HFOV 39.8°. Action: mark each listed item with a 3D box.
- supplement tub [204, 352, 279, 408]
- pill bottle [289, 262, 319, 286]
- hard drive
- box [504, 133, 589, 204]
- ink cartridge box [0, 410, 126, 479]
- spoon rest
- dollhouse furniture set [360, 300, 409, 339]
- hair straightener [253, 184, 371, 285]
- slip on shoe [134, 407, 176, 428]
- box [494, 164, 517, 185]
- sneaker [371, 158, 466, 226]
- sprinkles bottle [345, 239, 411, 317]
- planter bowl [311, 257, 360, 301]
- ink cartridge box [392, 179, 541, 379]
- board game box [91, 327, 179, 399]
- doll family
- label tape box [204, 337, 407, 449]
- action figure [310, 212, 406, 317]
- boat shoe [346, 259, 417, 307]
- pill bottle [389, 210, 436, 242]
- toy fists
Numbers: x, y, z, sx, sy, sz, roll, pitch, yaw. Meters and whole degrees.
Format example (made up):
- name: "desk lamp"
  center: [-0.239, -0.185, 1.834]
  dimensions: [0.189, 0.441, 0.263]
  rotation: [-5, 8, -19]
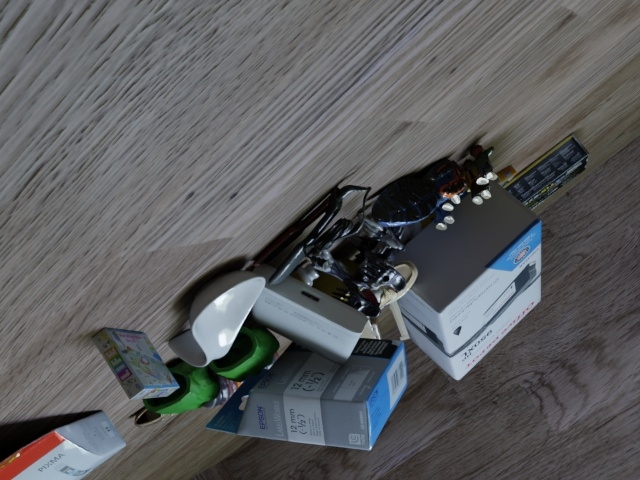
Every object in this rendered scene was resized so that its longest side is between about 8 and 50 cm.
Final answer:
- name: "supplement tub"
  center: [-0.185, 0.302, 1.958]
  dimensions: [0.198, 0.106, 0.106]
  rotation: [-24, 163, -45]
- name: "pill bottle"
  center: [-0.044, 0.079, 1.644]
  dimensions: [0.083, 0.043, 0.043]
  rotation: [-37, 168, 6]
- name: "hard drive"
  center: [-0.028, 0.137, 1.559]
  dimensions: [0.040, 0.203, 0.307]
  rotation: [-62, 175, -17]
- name: "box"
  center: [0.578, -0.144, 2.414]
  dimensions: [0.322, 0.079, 0.257]
  rotation: [-38, 166, 10]
- name: "ink cartridge box"
  center: [-0.521, 0.428, 1.478]
  dimensions: [0.308, 0.091, 0.385]
  rotation: [-36, 176, 1]
- name: "spoon rest"
  center: [-0.168, 0.132, 1.416]
  dimensions: [0.137, 0.084, 0.276]
  rotation: [-27, 166, -35]
- name: "dollhouse furniture set"
  center: [0.203, 0.103, 2.367]
  dimensions: [0.286, 0.198, 0.303]
  rotation: [-17, -156, 13]
- name: "hair straightener"
  center: [0.000, 0.000, 1.358]
  dimensions: [0.230, 0.089, 0.047]
  rotation: [-40, 165, 21]
- name: "slip on shoe"
  center: [-0.340, 0.359, 1.897]
  dimensions: [0.135, 0.051, 0.041]
  rotation: [-28, 170, 0]
- name: "box"
  center: [0.419, -0.127, 2.160]
  dimensions: [0.081, 0.028, 0.136]
  rotation: [-31, 165, -23]
- name: "sneaker"
  center: [0.171, -0.071, 1.585]
  dimensions: [0.221, 0.083, 0.087]
  rotation: [-23, 168, -38]
- name: "sprinkles bottle"
  center: [0.122, 0.091, 1.963]
  dimensions: [0.355, 0.121, 0.121]
  rotation: [-33, 168, -9]
- name: "planter bowl"
  center: [0.025, 0.098, 1.791]
  dimensions: [0.217, 0.090, 0.217]
  rotation: [-35, 167, -10]
- name: "ink cartridge box"
  center: [0.318, 0.093, 1.882]
  dimensions: [0.285, 0.166, 0.395]
  rotation: [-42, 151, -9]
- name: "board game box"
  center: [-0.265, 0.179, 1.282]
  dimensions: [0.026, 0.103, 0.154]
  rotation: [-36, 167, 3]
- name: "doll family"
  center: [0.266, -0.105, 1.693]
  dimensions: [0.193, 0.111, 0.076]
  rotation: [-34, 130, 21]
- name: "label tape box"
  center: [-0.028, 0.286, 1.751]
  dimensions: [0.347, 0.115, 0.249]
  rotation: [4, -158, 21]
- name: "action figure"
  center: [0.078, 0.028, 1.586]
  dimensions: [0.164, 0.141, 0.276]
  rotation: [-47, -168, 14]
- name: "boat shoe"
  center: [0.112, 0.101, 1.683]
  dimensions: [0.170, 0.063, 0.059]
  rotation: [-40, 173, 16]
- name: "pill bottle"
  center: [0.198, -0.041, 1.795]
  dimensions: [0.116, 0.065, 0.065]
  rotation: [-29, 166, -27]
- name: "toy fists"
  center: [-0.211, 0.251, 1.711]
  dimensions: [0.279, 0.096, 0.142]
  rotation: [-32, 157, 6]
